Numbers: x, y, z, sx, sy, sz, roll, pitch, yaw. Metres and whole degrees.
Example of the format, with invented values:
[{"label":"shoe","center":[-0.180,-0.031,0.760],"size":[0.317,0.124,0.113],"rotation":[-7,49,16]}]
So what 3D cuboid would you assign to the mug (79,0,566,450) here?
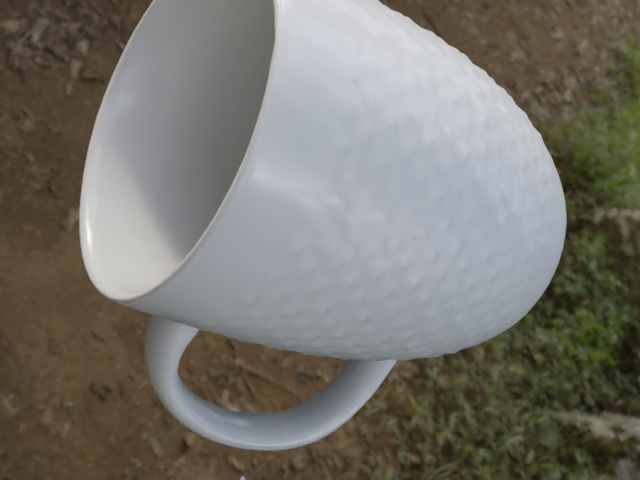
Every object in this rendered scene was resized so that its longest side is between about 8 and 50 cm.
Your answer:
[{"label":"mug","center":[0.000,0.000,0.891],"size":[0.328,0.374,0.276],"rotation":[19,13,-33]}]

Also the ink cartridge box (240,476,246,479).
[{"label":"ink cartridge box","center":[-0.102,0.374,1.187],"size":[0.206,0.045,0.208],"rotation":[-61,146,-24]}]
